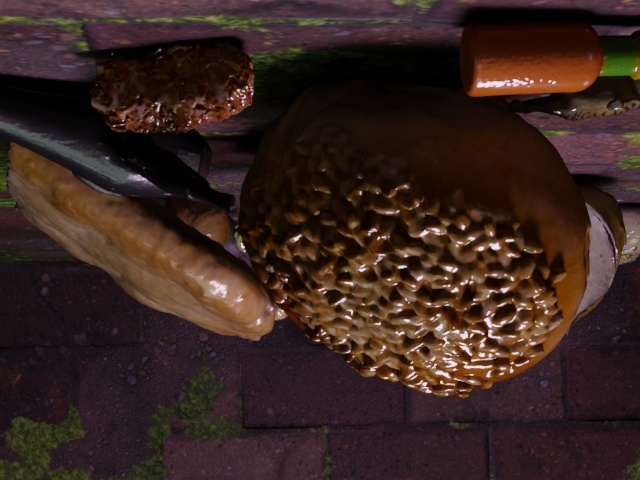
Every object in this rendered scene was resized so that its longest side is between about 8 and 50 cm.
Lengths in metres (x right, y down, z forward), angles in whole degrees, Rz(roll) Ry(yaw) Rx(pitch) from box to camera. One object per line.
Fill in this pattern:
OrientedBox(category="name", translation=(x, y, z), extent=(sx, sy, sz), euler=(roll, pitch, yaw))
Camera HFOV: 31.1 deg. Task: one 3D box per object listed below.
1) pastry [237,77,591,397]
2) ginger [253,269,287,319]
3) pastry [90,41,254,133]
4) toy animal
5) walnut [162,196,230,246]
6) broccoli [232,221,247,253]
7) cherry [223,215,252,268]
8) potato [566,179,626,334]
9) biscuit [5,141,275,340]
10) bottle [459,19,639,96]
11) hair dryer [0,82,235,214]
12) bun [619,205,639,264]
OrientedBox(category="pastry", translation=(0.094, 0.008, 1.266), extent=(0.410, 0.245, 0.409), euler=(17, 138, 15))
OrientedBox(category="ginger", translation=(-0.001, -0.004, 1.733), extent=(0.131, 0.294, 0.086), euler=(22, 149, 15))
OrientedBox(category="pastry", translation=(-0.140, -0.148, 1.128), extent=(0.169, 0.087, 0.063), euler=(-3, -173, 18))
OrientedBox(category="toy animal", translation=(0.302, -0.155, 1.220), extent=(0.241, 0.056, 0.099), euler=(-6, 172, 34))
OrientedBox(category="walnut", translation=(-0.235, -0.014, 2.044), extent=(0.166, 0.149, 0.166), euler=(-24, -172, 3))
OrientedBox(category="broccoli", translation=(0.000, 0.000, 1.591), extent=(0.288, 0.245, 0.248), euler=(18, -176, -34))
OrientedBox(category="cherry", translation=(-0.229, 0.022, 2.241), extent=(0.195, 0.195, 0.195), euler=(-1, 174, 0))
OrientedBox(category="potato", translation=(0.428, -0.006, 2.110), extent=(0.296, 0.290, 0.397), euler=(-33, 158, -44))
OrientedBox(category="biscuit", translation=(-0.265, 0.012, 1.626), extent=(0.446, 0.104, 0.429), euler=(35, 165, -14))
OrientedBox(category="bottle", translation=(0.223, -0.167, 1.047), extent=(0.187, 0.069, 0.069), euler=(-1, 174, -7))
OrientedBox(category="hair dryer", translation=(-0.198, -0.090, 1.172), extent=(0.304, 0.120, 0.359), euler=(18, -175, -36))
OrientedBox(category="bun", translation=(0.592, -0.006, 2.357), extent=(0.210, 0.116, 0.237), euler=(-2, 172, 0))
